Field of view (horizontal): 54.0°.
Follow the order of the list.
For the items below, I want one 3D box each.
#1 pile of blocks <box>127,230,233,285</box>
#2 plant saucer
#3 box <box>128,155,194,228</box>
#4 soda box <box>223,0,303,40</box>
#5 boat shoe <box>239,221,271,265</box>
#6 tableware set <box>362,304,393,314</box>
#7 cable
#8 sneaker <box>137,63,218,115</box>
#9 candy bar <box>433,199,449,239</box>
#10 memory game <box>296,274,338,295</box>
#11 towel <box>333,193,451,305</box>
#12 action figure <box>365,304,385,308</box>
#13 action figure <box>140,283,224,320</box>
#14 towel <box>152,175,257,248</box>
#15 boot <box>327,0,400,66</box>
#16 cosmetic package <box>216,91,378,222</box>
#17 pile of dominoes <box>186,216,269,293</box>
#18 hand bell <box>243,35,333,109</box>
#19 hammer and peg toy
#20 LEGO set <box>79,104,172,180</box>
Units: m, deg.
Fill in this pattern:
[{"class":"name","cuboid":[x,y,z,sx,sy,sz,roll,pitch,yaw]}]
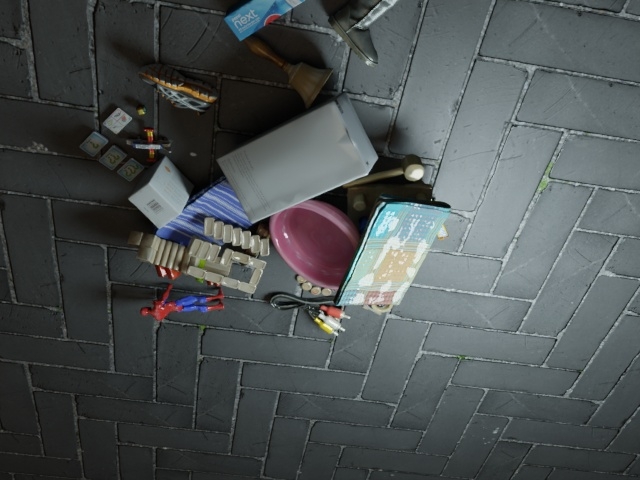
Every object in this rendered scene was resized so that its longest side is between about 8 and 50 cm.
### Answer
[{"class":"pile of blocks","cuboid":[-0.451,0.080,2.012,0.362,0.113,0.149,21,163,-25]},{"class":"plant saucer","cuboid":[0.000,0.000,1.918,0.332,0.084,0.332,23,139,21]},{"class":"box","cuboid":[-0.462,-0.142,1.836,0.091,0.171,0.130,-31,116,23]},{"class":"soda box","cuboid":[-0.132,-0.584,1.549,0.210,0.067,0.071,-25,125,20]},{"class":"boat shoe","cuboid":[-0.217,0.008,2.037,0.060,0.064,0.178,33,116,-17]},{"class":"tableware set","cuboid":[0.174,0.203,2.202,0.194,0.039,0.128,27,125,-19]},{"class":"cable","cuboid":[-0.031,0.239,2.213,0.287,0.072,0.140,21,121,-16]},{"class":"sneaker","cuboid":[-0.389,-0.402,1.691,0.214,0.084,0.083,22,131,-17]},{"class":"candy bar","cuboid":[0.370,-0.065,1.997,0.040,0.018,0.162,-18,126,15]},{"class":"memory game","cuboid":[0.008,0.122,2.155,0.186,0.012,0.186,0,129,0]},{"class":"towel","cuboid":[0.210,0.041,1.832,0.271,0.040,0.370,3,122,-34]},{"class":"action figure","cuboid":[0.185,0.129,2.092,0.285,0.099,0.185,-36,120,21]},{"class":"action figure","cuboid":[-0.490,0.202,2.187,0.280,0.139,0.092,-10,129,-20]},{"class":"towel","cuboid":[-0.321,-0.068,1.943,0.336,0.040,0.243,-31,142,23]},{"class":"boot","cuboid":[0.147,-0.563,1.571,0.208,0.076,0.189,-39,122,19]},{"class":"cosmetic package","cuboid":[-0.063,-0.225,1.725,0.384,0.156,0.217,-20,106,22]},{"class":"pile of dominoes","cuboid":[-0.290,0.043,1.980,0.251,0.040,0.196,20,102,-26]},{"class":"hand bell","cuboid":[-0.101,-0.461,1.642,0.242,0.126,0.126,32,123,-9]},{"class":"hammer and peg toy","cuboid":[0.200,-0.108,1.895,0.265,0.127,0.362,0,129,3]},{"class":"LEGO set","cuboid":[-0.551,-0.278,1.809,0.244,0.060,0.182,-35,125,25]}]
